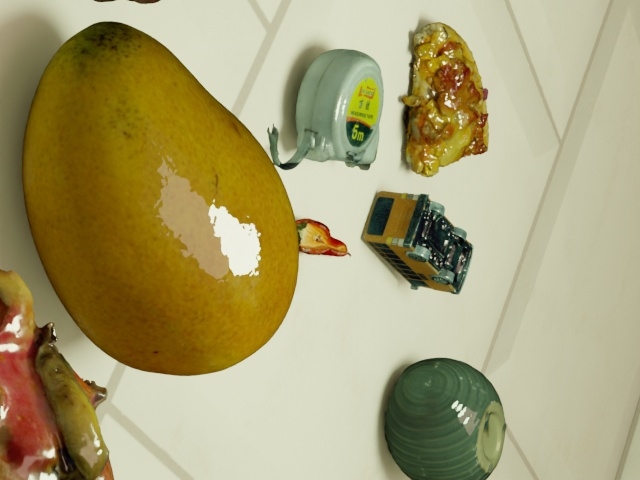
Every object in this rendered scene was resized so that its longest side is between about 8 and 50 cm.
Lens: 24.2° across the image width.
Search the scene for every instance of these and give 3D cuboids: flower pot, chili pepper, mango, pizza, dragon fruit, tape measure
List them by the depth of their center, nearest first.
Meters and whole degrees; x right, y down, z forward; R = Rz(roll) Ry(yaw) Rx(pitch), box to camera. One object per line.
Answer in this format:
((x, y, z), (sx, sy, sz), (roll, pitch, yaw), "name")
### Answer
((-0.311, 0.117, 1.136), (0.296, 0.314, 0.263), (-13, 85, -22), "dragon fruit")
((-0.161, -0.032, 1.461), (0.264, 0.221, 0.378), (-50, 130, -37), "mango")
((-0.014, -0.164, 1.823), (0.330, 0.084, 0.164), (3, 94, -64), "tape measure")
((0.000, 0.000, 1.968), (0.178, 0.027, 0.045), (18, 87, -62), "chili pepper")
((0.191, -0.183, 2.213), (0.228, 0.081, 0.289), (-63, 149, -30), "pizza")
((0.194, 0.284, 2.291), (0.189, 0.157, 0.243), (-66, 151, -29), "flower pot")

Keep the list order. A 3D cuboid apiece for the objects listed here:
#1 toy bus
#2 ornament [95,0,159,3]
((0.143, 0.005, 2.159), (0.182, 0.103, 0.091), (42, 61, -52), "toy bus")
((-0.130, -0.352, 1.440), (0.217, 0.235, 0.221), (-46, 162, -52), "ornament")
